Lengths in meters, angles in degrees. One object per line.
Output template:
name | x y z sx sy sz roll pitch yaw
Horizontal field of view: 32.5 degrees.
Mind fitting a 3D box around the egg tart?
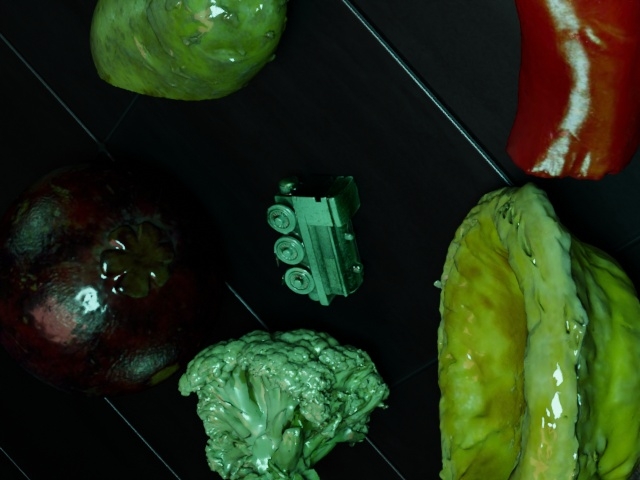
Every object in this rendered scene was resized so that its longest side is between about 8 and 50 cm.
egg tart | 0.217 0.131 1.078 0.169 0.387 0.387 0 131 -5

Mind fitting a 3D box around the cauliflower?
cauliflower | -0.044 0.240 1.391 0.272 0.250 0.275 -8 148 14

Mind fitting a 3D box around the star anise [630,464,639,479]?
star anise | 0.344 0.243 1.204 0.212 0.073 0.197 47 140 -1

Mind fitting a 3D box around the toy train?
toy train | 0.000 0.000 1.312 0.111 0.071 0.170 4 125 30

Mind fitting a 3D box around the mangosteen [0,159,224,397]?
mangosteen | -0.290 0.058 1.437 0.306 0.306 0.359 51 150 -5

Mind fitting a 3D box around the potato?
potato | -0.147 -0.237 1.198 0.298 0.141 0.176 -7 104 51

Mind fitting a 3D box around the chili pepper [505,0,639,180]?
chili pepper | 0.216 -0.215 0.894 0.131 0.134 0.338 19 135 33
